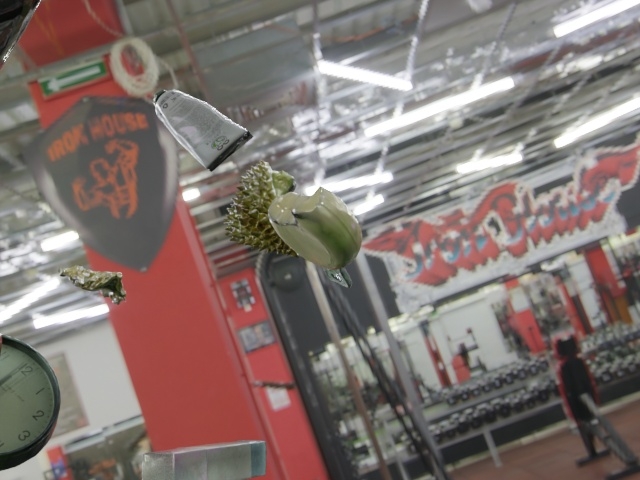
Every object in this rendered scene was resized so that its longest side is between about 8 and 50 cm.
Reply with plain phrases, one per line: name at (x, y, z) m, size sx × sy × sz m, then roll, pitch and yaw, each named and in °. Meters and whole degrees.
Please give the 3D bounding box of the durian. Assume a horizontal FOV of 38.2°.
durian at (-0.104, -0.067, 1.910) m, size 0.166 × 0.172 × 0.306 m, roll 21°, pitch 5°, yaw -5°

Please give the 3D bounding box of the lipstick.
lipstick at (-0.194, 0.391, 1.612) m, size 0.066 × 0.068 × 0.317 m, roll -5°, pitch -10°, yaw 23°

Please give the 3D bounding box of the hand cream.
hand cream at (-0.277, -0.256, 2.049) m, size 0.121 × 0.336 × 0.076 m, roll -44°, pitch -46°, yaw -8°

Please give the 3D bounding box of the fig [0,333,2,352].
fig at (-0.494, 0.130, 1.268) m, size 0.128 × 0.150 × 0.128 m, roll 16°, pitch -19°, yaw 6°

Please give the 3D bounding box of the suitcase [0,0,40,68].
suitcase at (-0.678, -0.386, 1.623) m, size 0.283 × 0.194 × 0.434 m, roll -45°, pitch 1°, yaw 33°

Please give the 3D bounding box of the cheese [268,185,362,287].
cheese at (0.017, 0.008, 1.464) m, size 0.163 × 0.249 × 0.071 m, roll 14°, pitch 61°, yaw 47°

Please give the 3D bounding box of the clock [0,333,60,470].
clock at (-0.508, 0.242, 1.404) m, size 0.226 × 0.226 × 0.049 m, roll -14°, pitch -30°, yaw -38°

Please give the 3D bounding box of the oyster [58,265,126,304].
oyster at (-0.344, 0.065, 1.396) m, size 0.121 × 0.045 × 0.146 m, roll 12°, pitch -9°, yaw 4°
